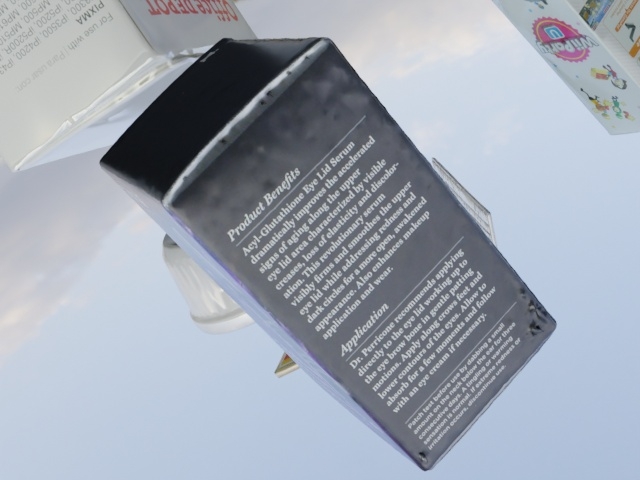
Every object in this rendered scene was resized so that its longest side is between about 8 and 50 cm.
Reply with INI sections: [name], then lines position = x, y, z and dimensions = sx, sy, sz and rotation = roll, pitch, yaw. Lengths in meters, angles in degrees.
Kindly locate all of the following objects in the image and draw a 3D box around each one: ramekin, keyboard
[ramekin]
position = -0.089, -0.009, 1.302
dimensions = 0.273, 0.127, 0.273
rotation = -32, -161, 12
[keyboard]
position = 0.177, -0.040, 1.211
dimensions = 0.014, 0.072, 0.256
rotation = -21, -160, -1

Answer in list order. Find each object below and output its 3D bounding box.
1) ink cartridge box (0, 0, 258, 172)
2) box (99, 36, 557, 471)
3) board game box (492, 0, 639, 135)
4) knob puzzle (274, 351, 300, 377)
[ink cartridge box]
position = -0.244, -0.268, 0.813
dimensions = 0.160, 0.384, 0.279
rotation = -33, -176, 17
[box]
position = 0.000, 0.000, 0.527
dimensions = 0.108, 0.207, 0.153
rotation = -46, -157, -8
[board game box]
position = 0.267, -0.281, 0.919
dimensions = 0.224, 0.303, 0.097
rotation = -54, -159, -15
[knob puzzle]
position = 0.023, 0.081, 1.307
dimensions = 0.213, 0.030, 0.213
rotation = -40, -163, 15
